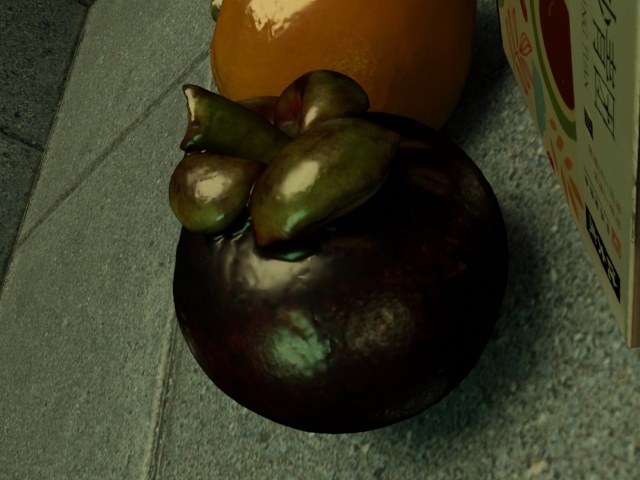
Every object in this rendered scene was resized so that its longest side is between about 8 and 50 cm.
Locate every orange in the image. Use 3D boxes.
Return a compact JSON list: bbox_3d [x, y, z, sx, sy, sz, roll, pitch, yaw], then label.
[{"bbox_3d":[0.022,-0.229,0.910,0.312,0.312,0.312,-35,40,37],"label":"orange"}]

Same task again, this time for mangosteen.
[{"bbox_3d":[0.000,0.000,0.713,0.306,0.347,0.307,-20,34,14],"label":"mangosteen"}]

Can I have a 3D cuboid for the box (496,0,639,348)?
[{"bbox_3d":[0.208,-0.186,0.556,0.122,0.345,0.385,-13,46,8],"label":"box"}]
